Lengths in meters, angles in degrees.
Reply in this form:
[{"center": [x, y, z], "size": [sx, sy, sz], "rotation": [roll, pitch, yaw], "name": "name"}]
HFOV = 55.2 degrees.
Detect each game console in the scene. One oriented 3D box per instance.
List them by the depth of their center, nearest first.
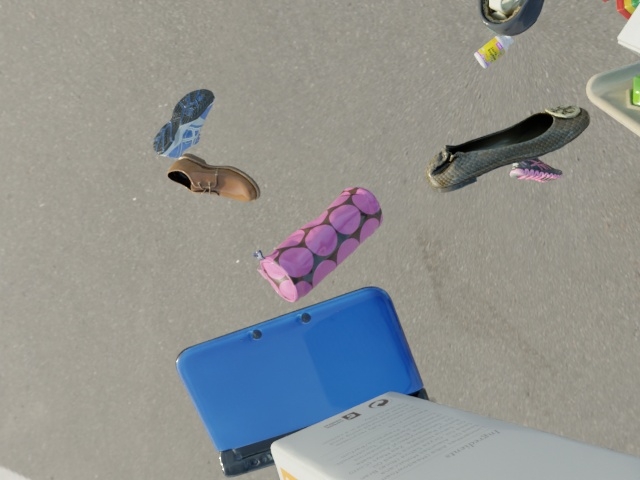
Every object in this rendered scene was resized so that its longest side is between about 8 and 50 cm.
[{"center": [-0.006, 0.200, 0.849], "size": [0.292, 0.250, 0.174], "rotation": [-19, 74, 9], "name": "game console"}]

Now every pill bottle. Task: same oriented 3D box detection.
[{"center": [0.395, -0.434, 1.392], "size": [0.083, 0.043, 0.043], "rotation": [-38, 95, 17], "name": "pill bottle"}]

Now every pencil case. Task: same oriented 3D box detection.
[{"center": [0.000, 0.000, 0.964], "size": [0.095, 0.209, 0.098], "rotation": [59, 155, -16], "name": "pencil case"}]

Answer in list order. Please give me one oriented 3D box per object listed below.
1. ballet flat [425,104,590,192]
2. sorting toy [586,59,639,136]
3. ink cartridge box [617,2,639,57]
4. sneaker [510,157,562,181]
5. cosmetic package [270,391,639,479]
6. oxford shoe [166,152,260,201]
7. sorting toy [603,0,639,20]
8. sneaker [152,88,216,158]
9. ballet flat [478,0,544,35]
[{"center": [0.261, -0.140, 0.861], "size": [0.249, 0.084, 0.058], "rotation": [-23, 113, -1], "name": "ballet flat"}, {"center": [0.406, -0.146, 0.613], "size": [0.192, 0.208, 0.038], "rotation": [-18, 131, 0], "name": "sorting toy"}, {"center": [0.237, -0.145, 0.337], "size": [0.052, 0.088, 0.123], "rotation": [52, 125, 40], "name": "ink cartridge box"}, {"center": [0.445, -0.153, 1.259], "size": [0.119, 0.047, 0.057], "rotation": [6, 78, -18], "name": "sneaker"}, {"center": [0.138, 0.278, 0.465], "size": [0.453, 0.161, 0.230], "rotation": [-12, 94, 64], "name": "cosmetic package"}, {"center": [-0.222, -0.115, 1.264], "size": [0.212, 0.076, 0.076], "rotation": [17, 132, 22], "name": "oxford shoe"}, {"center": [0.629, -0.587, 1.244], "size": [0.089, 0.257, 0.256], "rotation": [-10, 77, 48], "name": "sorting toy"}, {"center": [-0.337, -0.297, 1.565], "size": [0.211, 0.081, 0.080], "rotation": [-45, 59, 13], "name": "sneaker"}, {"center": [0.176, -0.270, 0.508], "size": [0.074, 0.074, 0.203], "rotation": [18, 126, 11], "name": "ballet flat"}]
